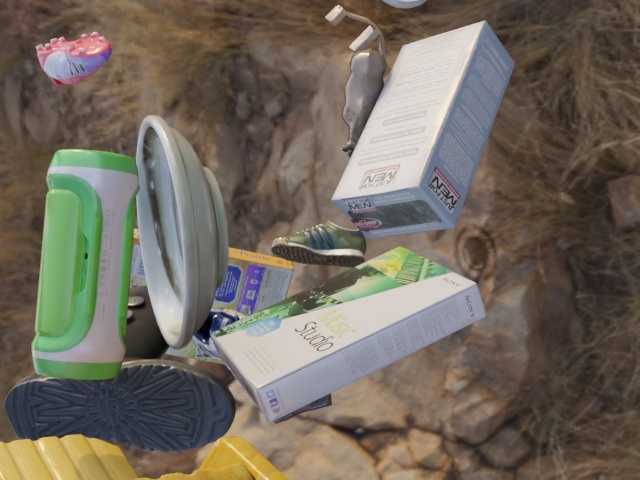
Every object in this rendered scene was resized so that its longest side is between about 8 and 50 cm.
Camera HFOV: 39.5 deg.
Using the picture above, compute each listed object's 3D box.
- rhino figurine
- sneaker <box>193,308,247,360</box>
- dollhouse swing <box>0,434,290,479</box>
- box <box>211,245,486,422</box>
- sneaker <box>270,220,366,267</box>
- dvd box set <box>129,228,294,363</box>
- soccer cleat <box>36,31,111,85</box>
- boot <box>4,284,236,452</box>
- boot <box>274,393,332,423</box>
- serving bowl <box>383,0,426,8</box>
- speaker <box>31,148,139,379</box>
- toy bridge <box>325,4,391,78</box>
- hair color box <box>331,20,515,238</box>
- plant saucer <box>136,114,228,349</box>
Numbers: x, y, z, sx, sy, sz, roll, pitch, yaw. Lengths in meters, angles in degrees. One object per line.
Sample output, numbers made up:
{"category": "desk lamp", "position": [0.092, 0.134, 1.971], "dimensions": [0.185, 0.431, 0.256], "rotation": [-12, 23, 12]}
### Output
{"category": "rhino figurine", "position": [0.074, -0.235, 1.621], "dimensions": [0.106, 0.073, 0.243], "rotation": [101, 177, -84]}
{"category": "sneaker", "position": [-0.143, 0.189, 1.664], "dimensions": [0.296, 0.131, 0.112], "rotation": [0, 63, 44]}
{"category": "dollhouse swing", "position": [-0.287, 0.267, 1.029], "dimensions": [0.305, 0.347, 0.315], "rotation": [56, 128, 37]}
{"category": "box", "position": [0.030, 0.115, 1.219], "dimensions": [0.232, 0.322, 0.058], "rotation": [29, 140, 65]}
{"category": "sneaker", "position": [0.000, 0.000, 1.810], "dimensions": [0.064, 0.192, 0.086], "rotation": [91, -173, -58]}
{"category": "dvd box set", "position": [-0.305, 0.152, 2.217], "dimensions": [0.062, 0.420, 0.307], "rotation": [-104, 28, -65]}
{"category": "soccer cleat", "position": [-0.468, -0.345, 1.728], "dimensions": [0.248, 0.083, 0.095], "rotation": [12, 131, 46]}
{"category": "boot", "position": [-0.299, 0.207, 1.588], "dimensions": [0.445, 0.367, 0.146], "rotation": [-69, -19, -77]}
{"category": "boot", "position": [-0.044, 0.251, 1.522], "dimensions": [0.037, 0.114, 0.106], "rotation": [-79, -34, -70]}
{"category": "serving bowl", "position": [0.110, -0.339, 1.198], "dimensions": [0.083, 0.083, 0.027], "rotation": [58, 157, 27]}
{"category": "speaker", "position": [-0.314, 0.032, 1.198], "dimensions": [0.131, 0.131, 0.296], "rotation": [0, 85, 54]}
{"category": "toy bridge", "position": [0.085, -0.380, 1.691], "dimensions": [0.063, 0.188, 0.026], "rotation": [-46, 43, 3]}
{"category": "hair color box", "position": [0.181, -0.189, 1.521], "dimensions": [0.185, 0.374, 0.113], "rotation": [-7, 138, 44]}
{"category": "plant saucer", "position": [-0.233, -0.018, 1.531], "dimensions": [0.400, 0.101, 0.400], "rotation": [173, 90, -70]}
